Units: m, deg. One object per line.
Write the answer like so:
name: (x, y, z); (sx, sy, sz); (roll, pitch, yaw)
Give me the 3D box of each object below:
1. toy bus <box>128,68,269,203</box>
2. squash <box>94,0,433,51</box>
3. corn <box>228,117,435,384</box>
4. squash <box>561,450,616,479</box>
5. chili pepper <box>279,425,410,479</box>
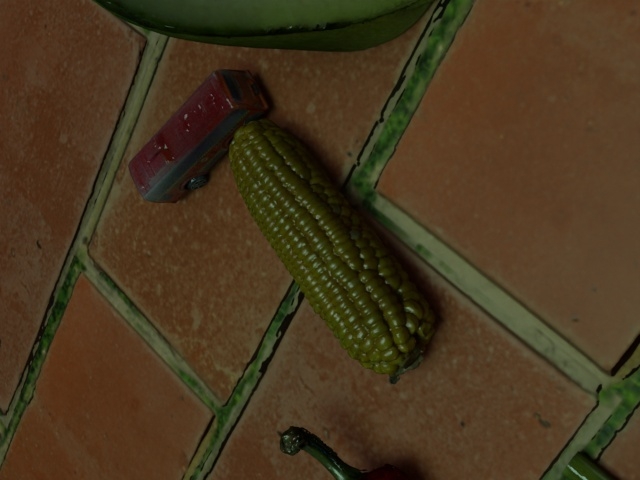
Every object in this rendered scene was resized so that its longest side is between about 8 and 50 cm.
toy bus: (-0.142, -0.114, 0.945); (0.192, 0.077, 0.065); (-39, 71, 32)
squash: (-0.074, -0.285, 0.732); (0.210, 0.308, 0.234); (-14, 87, 36)
corn: (-0.001, 0.000, 0.841); (0.313, 0.102, 0.102); (51, 121, 20)
squash: (0.252, 0.220, 0.728); (0.083, 0.027, 0.028); (38, 116, 26)
chili pepper: (0.092, 0.337, 0.816); (0.110, 0.110, 0.388); (-40, 77, 32)
